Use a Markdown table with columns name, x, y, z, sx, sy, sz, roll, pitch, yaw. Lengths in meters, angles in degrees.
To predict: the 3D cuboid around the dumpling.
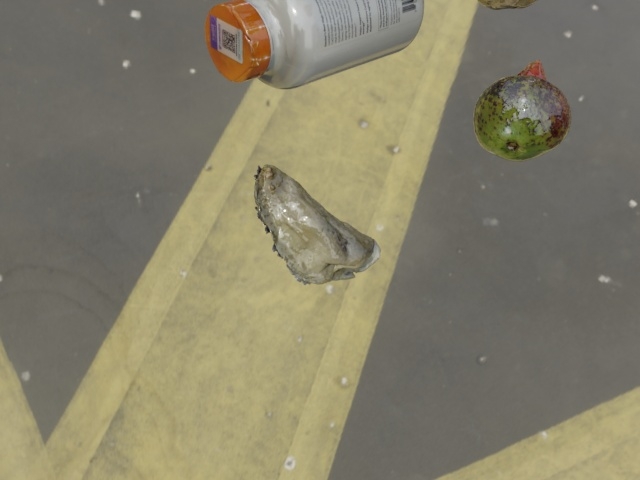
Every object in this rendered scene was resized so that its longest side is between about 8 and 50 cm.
| name | x | y | z | sx | sy | sz | roll | pitch | yaw |
| --- | --- | --- | --- | --- | --- | --- | --- | --- | --- |
| dumpling | 0.003 | -0.004 | 1.470 | 0.332 | 0.086 | 0.166 | 32 | 58 | -33 |

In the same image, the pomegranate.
| name | x | y | z | sx | sy | sz | roll | pitch | yaw |
| --- | --- | --- | --- | --- | --- | --- | --- | --- | --- |
| pomegranate | 0.458 | -0.300 | 1.766 | 0.214 | 0.214 | 0.248 | 23 | 69 | 1 |

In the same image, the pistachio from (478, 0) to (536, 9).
| name | x | y | z | sx | sy | sz | roll | pitch | yaw |
| --- | --- | --- | --- | --- | --- | --- | --- | --- | --- |
| pistachio | 0.264 | -0.388 | 1.046 | 0.108 | 0.185 | 0.126 | 11 | 46 | -8 |

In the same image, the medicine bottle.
| name | x | y | z | sx | sy | sz | roll | pitch | yaw |
| --- | --- | --- | --- | --- | --- | --- | --- | --- | --- |
| medicine bottle | -0.009 | -0.293 | 1.048 | 0.289 | 0.157 | 0.157 | -27 | 66 | -34 |
